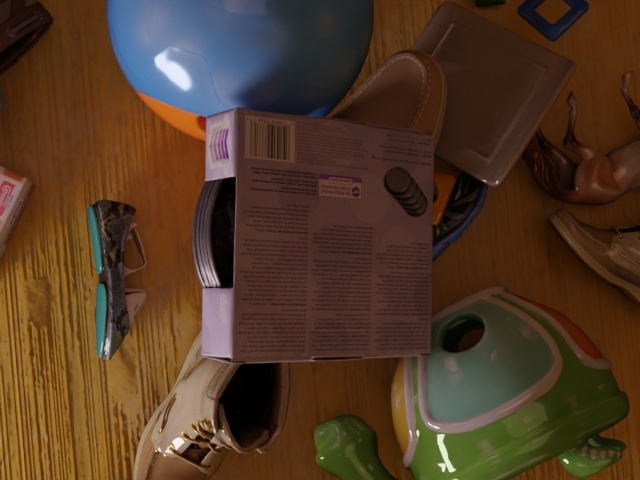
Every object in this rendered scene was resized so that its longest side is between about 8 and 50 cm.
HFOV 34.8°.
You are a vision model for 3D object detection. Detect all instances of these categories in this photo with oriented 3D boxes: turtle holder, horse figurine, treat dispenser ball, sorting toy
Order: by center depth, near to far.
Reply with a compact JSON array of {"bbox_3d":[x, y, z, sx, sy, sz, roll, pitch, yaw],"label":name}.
[{"bbox_3d":[-0.086,-0.247,1.113,0.288,0.288,0.288,0,87,-6],"label":"treat dispenser ball"},{"bbox_3d":[0.178,0.197,1.172,0.320,0.243,0.227,-35,73,31],"label":"turtle holder"},{"bbox_3d":[0.183,-0.175,1.243,0.196,0.047,0.347,31,84,22],"label":"sorting toy"},{"bbox_3d":[0.365,-0.111,1.267,0.263,0.066,0.174,-19,89,-11],"label":"horse figurine"}]

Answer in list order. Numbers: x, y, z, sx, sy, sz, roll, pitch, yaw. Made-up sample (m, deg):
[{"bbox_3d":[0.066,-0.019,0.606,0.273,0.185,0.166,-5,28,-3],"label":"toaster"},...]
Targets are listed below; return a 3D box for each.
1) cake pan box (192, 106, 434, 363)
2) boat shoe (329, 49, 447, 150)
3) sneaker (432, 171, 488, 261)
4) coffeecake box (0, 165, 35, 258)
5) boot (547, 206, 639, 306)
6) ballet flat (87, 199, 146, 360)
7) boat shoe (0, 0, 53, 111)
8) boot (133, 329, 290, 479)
[{"bbox_3d":[0.000,0.000,1.046,0.267,0.070,0.245,1,85,-35],"label":"cake pan box"},{"bbox_3d":[0.030,-0.078,1.177,0.122,0.110,0.341,30,90,32],"label":"boat shoe"},{"bbox_3d":[0.131,-0.026,1.237,0.078,0.067,0.188,45,86,-6],"label":"sneaker"},{"bbox_3d":[-0.446,-0.042,1.174,0.185,0.068,0.142,25,84,-4],"label":"coffeecake box"},{"bbox_3d":[0.397,-0.016,1.230,0.213,0.077,0.165,34,109,-13],"label":"boot"},{"bbox_3d":[-0.234,0.045,1.199,0.070,0.070,0.188,-3,91,-6],"label":"ballet flat"},{"bbox_3d":[-0.404,-0.176,1.123,0.120,0.122,0.324,34,60,-13],"label":"boat shoe"},{"bbox_3d":[-0.121,0.217,1.126,0.095,0.203,0.262,27,84,-18],"label":"boot"}]
